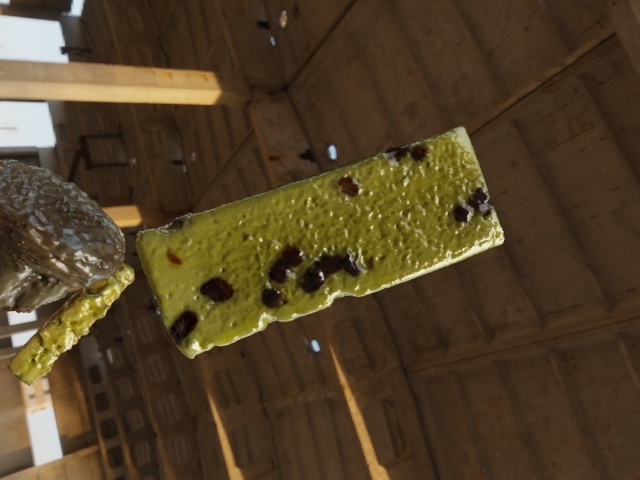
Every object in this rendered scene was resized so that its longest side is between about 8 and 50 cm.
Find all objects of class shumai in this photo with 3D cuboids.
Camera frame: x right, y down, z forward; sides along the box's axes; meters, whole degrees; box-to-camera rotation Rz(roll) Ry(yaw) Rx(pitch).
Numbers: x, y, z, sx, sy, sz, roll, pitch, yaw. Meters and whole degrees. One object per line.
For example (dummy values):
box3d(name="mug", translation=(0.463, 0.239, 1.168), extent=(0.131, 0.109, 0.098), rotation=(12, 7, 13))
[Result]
box3d(name="shumai", translation=(-0.385, 0.009, 0.671), extent=(0.206, 0.166, 0.175), rotation=(44, -78, -11))

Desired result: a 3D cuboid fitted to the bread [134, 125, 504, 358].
box3d(name="bread", translation=(0.000, 0.000, 0.523), extent=(0.077, 0.361, 0.138), rotation=(-174, -115, -82))

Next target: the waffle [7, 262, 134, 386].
box3d(name="waffle", translation=(-0.382, 0.114, 0.804), extent=(0.055, 0.211, 0.160), rotation=(46, -1, -15))
